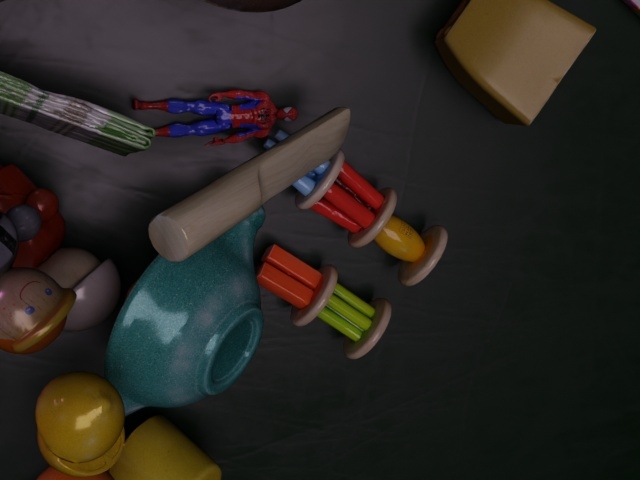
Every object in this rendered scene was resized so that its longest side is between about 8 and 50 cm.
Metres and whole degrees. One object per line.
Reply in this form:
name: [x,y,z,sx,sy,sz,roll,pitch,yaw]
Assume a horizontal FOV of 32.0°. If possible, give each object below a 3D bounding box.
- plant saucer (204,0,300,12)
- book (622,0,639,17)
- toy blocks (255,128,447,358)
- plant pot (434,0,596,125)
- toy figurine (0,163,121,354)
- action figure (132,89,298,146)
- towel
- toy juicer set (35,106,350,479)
plant saucer: [-0.047,-0.286,0.623,0.310,0.050,0.310,12,75,-53]
book: [0.231,-0.236,0.815,0.144,0.035,0.096,38,96,-18]
toy blocks: [0.000,0.000,0.807,0.148,0.054,0.123,35,95,-17]
plant pot: [0.129,-0.138,0.793,0.083,0.081,0.081,34,94,-7]
toy figurine: [-0.236,0.054,0.680,0.213,0.209,0.148,-43,96,-1]
action figure: [-0.072,-0.086,0.783,0.115,0.030,0.038,-5,100,-14]
towel: [-0.185,-0.090,0.711,0.152,0.113,0.023,19,87,-18]
toy juicer set: [-0.107,0.057,0.709,0.089,0.209,0.329,29,108,21]
